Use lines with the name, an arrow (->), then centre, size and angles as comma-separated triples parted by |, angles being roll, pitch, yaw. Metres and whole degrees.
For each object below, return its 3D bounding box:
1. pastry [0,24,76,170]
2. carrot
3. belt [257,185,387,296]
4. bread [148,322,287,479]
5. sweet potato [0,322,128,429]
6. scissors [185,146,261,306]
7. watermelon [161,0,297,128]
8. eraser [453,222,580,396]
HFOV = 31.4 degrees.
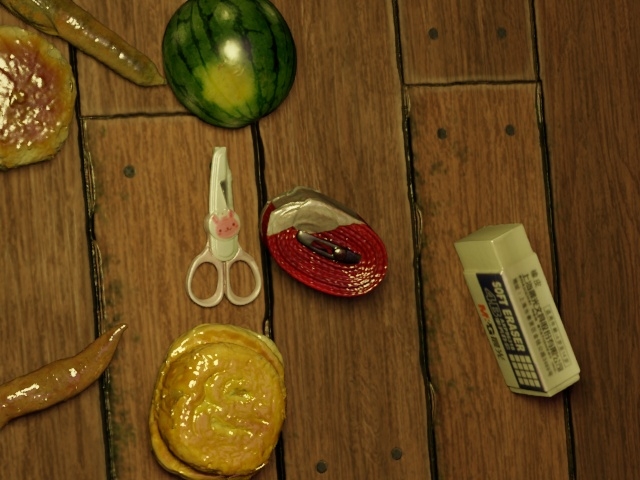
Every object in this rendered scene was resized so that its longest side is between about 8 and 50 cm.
pastry -> -0.430, -0.197, 1.580 | 0.182, 0.093, 0.193 | 23, 79, -23
carrot -> -0.365, -0.314, 1.628 | 0.342, 0.070, 0.070 | 35, 76, -21
belt -> 0.000, 0.000, 1.744 | 0.201, 0.124, 0.128 | 27, 98, -15
bread -> -0.150, 0.241, 1.672 | 0.198, 0.120, 0.236 | 15, 83, -20
sweet potato -> -0.389, 0.206, 1.604 | 0.281, 0.059, 0.067 | -30, 113, -20
scissors -> -0.151, -0.021, 1.727 | 0.118, 0.030, 0.242 | -4, 94, -23
watermelon -> -0.129, -0.288, 1.694 | 0.204, 0.127, 0.232 | -10, 87, -20
eraser -> 0.322, 0.114, 1.873 | 0.081, 0.124, 0.279 | -25, 98, -22
